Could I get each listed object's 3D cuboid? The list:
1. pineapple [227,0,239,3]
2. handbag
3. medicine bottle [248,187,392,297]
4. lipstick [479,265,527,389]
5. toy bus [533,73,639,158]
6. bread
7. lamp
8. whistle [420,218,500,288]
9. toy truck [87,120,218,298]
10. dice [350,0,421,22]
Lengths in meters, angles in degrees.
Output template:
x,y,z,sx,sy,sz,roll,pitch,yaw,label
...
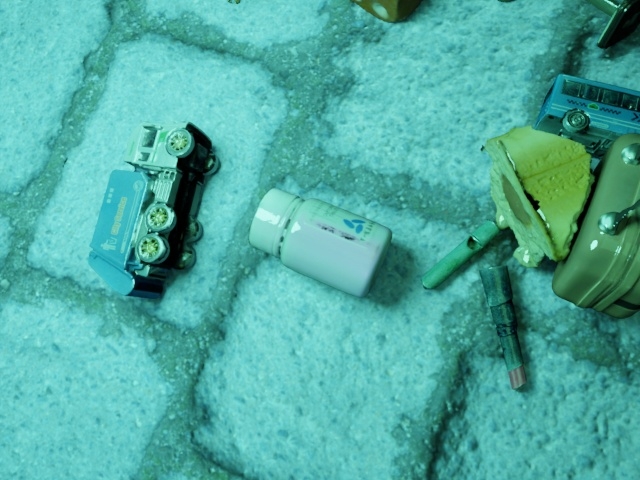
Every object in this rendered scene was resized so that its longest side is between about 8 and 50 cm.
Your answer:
x,y,z,sx,sy,sz,roll,pitch,yaw,label
-0.171,-0.617,1.168,0.137,0.069,0.116,-28,72,-8,pineapple
0.522,-0.039,0.846,0.149,0.283,0.301,24,73,20,handbag
0.000,0.000,0.987,0.255,0.152,0.152,24,84,11,medicine bottle
0.353,0.167,0.967,0.054,0.053,0.234,-9,82,5,lipstick
0.554,-0.228,0.978,0.246,0.113,0.134,18,76,11,toy bus
0.377,-0.092,0.941,0.211,0.183,0.224,28,82,13,bread
0.524,-0.531,0.999,0.283,0.203,0.124,35,67,15,lamp
0.275,0.031,1.005,0.186,0.039,0.039,-40,78,-1,whistle
-0.341,-0.065,1.044,0.175,0.146,0.367,12,82,13,toy truck
0.145,-0.593,1.061,0.175,0.179,0.174,39,87,14,dice
